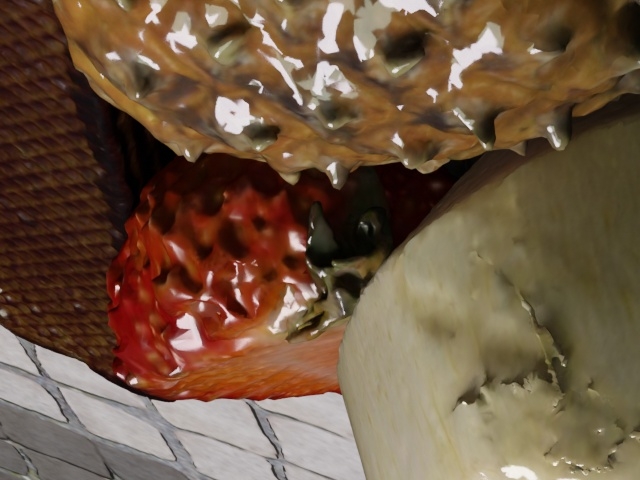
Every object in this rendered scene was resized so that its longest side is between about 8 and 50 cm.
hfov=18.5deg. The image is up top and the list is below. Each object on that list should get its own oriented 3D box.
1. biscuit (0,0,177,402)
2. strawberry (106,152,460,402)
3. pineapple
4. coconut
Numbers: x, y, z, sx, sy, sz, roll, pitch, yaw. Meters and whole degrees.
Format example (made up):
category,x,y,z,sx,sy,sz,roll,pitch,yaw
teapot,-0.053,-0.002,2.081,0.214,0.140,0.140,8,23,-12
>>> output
category,x,y,z,sx,sy,sz,roll,pitch,yaw
biscuit,-0.107,-0.042,0.822,0.107,0.073,0.388,22,156,12
strawberry,-0.007,0.001,0.788,0.175,0.106,0.236,-6,169,-23
pineapple,0.073,-0.093,0.472,0.279,0.157,0.158,-1,147,26
coconut,0.129,0.052,0.592,0.259,0.259,0.259,21,157,10
